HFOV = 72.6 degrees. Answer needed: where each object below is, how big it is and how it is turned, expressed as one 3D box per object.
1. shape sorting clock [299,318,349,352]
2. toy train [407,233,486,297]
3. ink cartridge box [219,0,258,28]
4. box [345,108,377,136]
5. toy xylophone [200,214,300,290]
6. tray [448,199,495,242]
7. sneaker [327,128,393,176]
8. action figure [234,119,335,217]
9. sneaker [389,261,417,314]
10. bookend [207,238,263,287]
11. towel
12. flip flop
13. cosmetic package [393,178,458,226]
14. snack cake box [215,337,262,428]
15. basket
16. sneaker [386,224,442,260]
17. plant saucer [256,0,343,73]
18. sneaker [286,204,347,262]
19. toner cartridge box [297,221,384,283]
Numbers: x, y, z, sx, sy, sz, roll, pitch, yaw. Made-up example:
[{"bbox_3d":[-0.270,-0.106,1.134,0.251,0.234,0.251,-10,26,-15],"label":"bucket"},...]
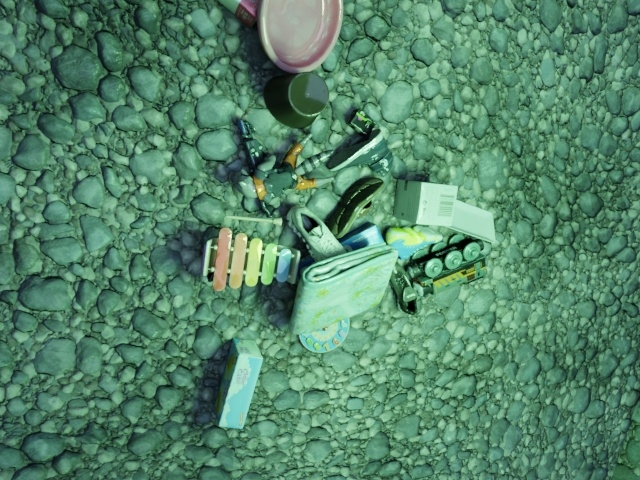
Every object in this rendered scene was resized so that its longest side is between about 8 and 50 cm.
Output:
[{"bbox_3d":[0.016,0.332,1.661,0.206,0.040,0.206,-3,101,-17],"label":"shape sorting clock"},{"bbox_3d":[0.505,0.107,1.731,0.334,0.142,0.190,-21,115,-13],"label":"toy train"},{"bbox_3d":[-0.257,-0.830,1.311,0.283,0.117,0.207,36,89,-21],"label":"ink cartridge box"},{"bbox_3d":[0.145,-0.419,1.554,0.083,0.052,0.062,32,89,-22],"label":"box"},{"bbox_3d":[-0.227,0.038,1.426,0.322,0.081,0.236,-1,100,-17],"label":"toy xylophone"},{"bbox_3d":[0.584,-0.082,1.746,0.270,0.030,0.145,16,62,-20],"label":"tray"},{"bbox_3d":[0.153,-0.273,1.567,0.226,0.086,0.163,-30,129,11],"label":"sneaker"},{"bbox_3d":[-0.139,-0.255,1.433,0.330,0.178,0.341,-31,112,-21],"label":"action figure"},{"bbox_3d":[0.329,0.192,1.700,0.078,0.106,0.234,-24,106,-13],"label":"sneaker"},{"bbox_3d":[-0.282,0.102,1.504,0.156,0.072,0.157,33,90,-21],"label":"bookend"},{"bbox_3d":[0.079,0.174,1.506,0.374,0.090,0.320,-16,140,-26],"label":"towel"},{"bbox_3d":[0.131,-0.116,1.588,0.277,0.112,0.080,-54,136,-4],"label":"flip flop"},{"bbox_3d":[0.383,-0.143,1.612,0.151,0.183,0.151,3,100,-19],"label":"cosmetic package"},{"bbox_3d":[-0.291,0.498,1.534,0.089,0.152,0.264,15,95,-19],"label":"snack cake box"},{"bbox_3d":[-0.069,-0.452,1.386,0.204,0.227,0.154,35,88,-20],"label":"basket"},{"bbox_3d":[0.354,0.011,1.698,0.240,0.091,0.126,4,117,-19],"label":"sneaker"},{"bbox_3d":[-0.071,-0.696,1.350,0.332,0.084,0.332,-30,138,-31],"label":"plant saucer"},{"bbox_3d":[0.000,0.000,1.490,0.110,0.118,0.292,-44,98,-12],"label":"sneaker"},{"bbox_3d":[0.078,0.084,1.615,0.348,0.075,0.165,-29,108,-11],"label":"toner cartridge box"}]
